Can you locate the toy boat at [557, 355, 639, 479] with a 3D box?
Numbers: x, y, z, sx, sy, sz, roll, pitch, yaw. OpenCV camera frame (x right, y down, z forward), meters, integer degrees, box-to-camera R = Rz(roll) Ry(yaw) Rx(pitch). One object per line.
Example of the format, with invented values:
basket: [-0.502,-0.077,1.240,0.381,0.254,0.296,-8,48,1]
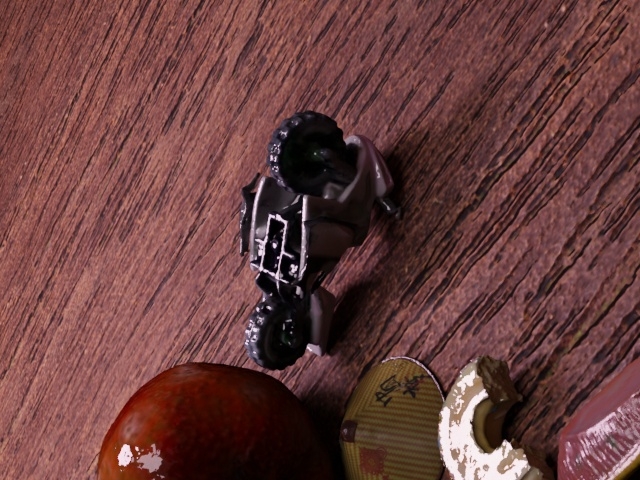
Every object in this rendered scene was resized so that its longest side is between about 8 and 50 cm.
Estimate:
toy boat: [0.306,0.163,1.256,0.318,0.099,0.141,-46,4,35]

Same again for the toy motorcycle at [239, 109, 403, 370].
toy motorcycle: [0.000,0.000,1.676,0.143,0.188,0.327,25,114,43]

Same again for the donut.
donut: [0.181,0.213,1.426,0.108,0.065,0.166,-51,43,30]

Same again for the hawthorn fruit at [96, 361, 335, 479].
hawthorn fruit: [-0.144,0.265,1.668,0.284,0.285,0.369,-68,25,11]

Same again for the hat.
hat: [0.056,0.223,1.576,0.193,0.082,0.193,-24,59,47]
